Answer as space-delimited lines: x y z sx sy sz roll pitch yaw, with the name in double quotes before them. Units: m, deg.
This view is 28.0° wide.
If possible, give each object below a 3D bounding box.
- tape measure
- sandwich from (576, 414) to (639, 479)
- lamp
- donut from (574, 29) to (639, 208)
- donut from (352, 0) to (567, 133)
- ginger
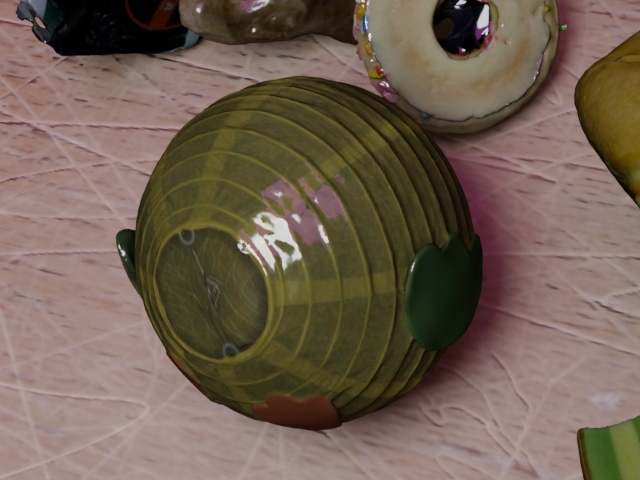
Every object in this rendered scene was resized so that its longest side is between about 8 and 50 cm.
"tape measure" -0.135 -0.240 1.057 0.107 0.181 0.182 51 122 26
"sandwich" 0.229 0.193 0.914 0.074 0.074 0.116 -13 36 7
"lamp" 0.000 0.000 0.927 0.250 0.284 0.250 11 112 29
"donut" 0.316 0.002 0.801 0.170 0.360 0.360 -40 67 12
"donut" 0.104 -0.169 1.008 0.174 0.068 0.175 -1 95 -14
"ginger" 0.047 -0.262 1.033 0.333 0.166 0.080 -52 27 4
